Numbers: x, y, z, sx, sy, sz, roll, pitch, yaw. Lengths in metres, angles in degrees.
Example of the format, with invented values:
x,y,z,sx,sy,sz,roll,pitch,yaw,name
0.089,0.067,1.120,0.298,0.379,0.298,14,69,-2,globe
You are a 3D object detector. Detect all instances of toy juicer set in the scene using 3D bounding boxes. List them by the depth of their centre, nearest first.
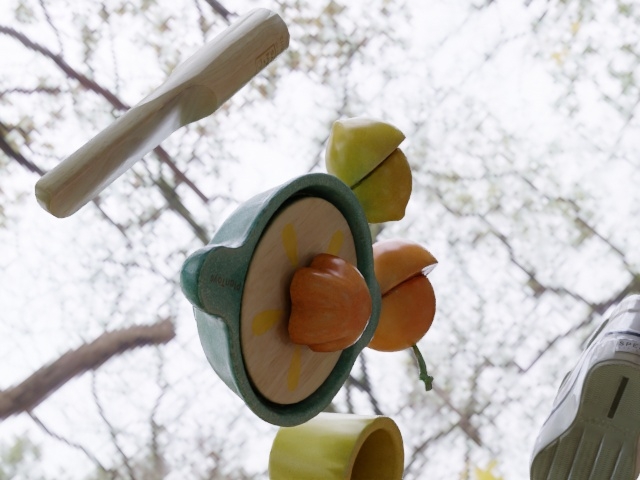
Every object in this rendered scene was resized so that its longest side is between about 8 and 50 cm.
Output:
x,y,z,sx,sy,sz,roll,pitch,yaw,name
0.000,0.000,0.776,0.209,0.089,0.329,-63,-37,-27,toy juicer set

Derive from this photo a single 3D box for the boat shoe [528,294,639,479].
x,y,z,sx,sy,sz,roll,pitch,yaw,name
0.223,0.130,1.113,0.226,0.083,0.076,107,-173,-52,boat shoe
